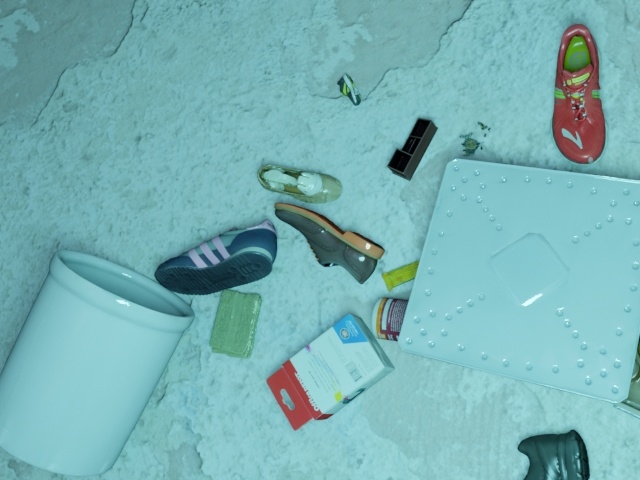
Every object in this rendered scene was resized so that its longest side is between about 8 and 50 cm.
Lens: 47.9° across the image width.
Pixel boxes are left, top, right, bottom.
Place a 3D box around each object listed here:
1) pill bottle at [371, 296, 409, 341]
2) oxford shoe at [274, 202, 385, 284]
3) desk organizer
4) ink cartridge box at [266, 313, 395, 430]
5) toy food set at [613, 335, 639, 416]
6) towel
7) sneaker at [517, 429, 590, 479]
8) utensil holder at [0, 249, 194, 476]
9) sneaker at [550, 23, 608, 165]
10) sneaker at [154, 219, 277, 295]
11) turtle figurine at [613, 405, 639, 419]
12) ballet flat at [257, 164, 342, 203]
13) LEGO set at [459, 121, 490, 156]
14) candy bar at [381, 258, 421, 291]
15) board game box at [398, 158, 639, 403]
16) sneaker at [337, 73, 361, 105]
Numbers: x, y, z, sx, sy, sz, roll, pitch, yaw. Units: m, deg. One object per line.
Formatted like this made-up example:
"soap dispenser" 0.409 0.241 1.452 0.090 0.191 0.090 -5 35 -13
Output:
"pill bottle" 0.184 0.162 1.429 0.152 0.086 0.086 5 80 24
"oxford shoe" 0.000 0.000 1.538 0.271 0.097 0.098 29 96 25
"desk organizer" 0.194 -0.197 1.522 0.047 0.050 0.130 28 90 25
"ink cartridge box" 0.018 0.274 1.478 0.231 0.078 0.134 -38 67 11
"toy food set" 0.598 0.157 1.215 0.219 0.092 0.306 23 86 44
"towel" -0.189 0.186 1.611 0.110 0.027 0.148 7 82 24
"sneaker" 0.410 0.481 1.267 0.130 0.109 0.286 -8 66 27
"utensil holder" -0.502 0.262 1.570 0.327 0.327 0.386 27 93 25
"sneaker" 0.488 -0.281 1.381 0.107 0.118 0.279 -6 76 22
"sneaker" -0.230 0.038 1.637 0.319 0.112 0.131 -11 44 26
"turtle figurine" 0.633 0.387 1.133 0.266 0.198 0.275 -12 80 14
"ballet flat" -0.053 -0.127 1.600 0.206 0.067 0.073 9 82 24
"LEGO set" 0.319 -0.204 1.492 0.083 0.023 0.054 -36 69 -2
"candy bar" 0.203 0.058 1.481 0.161 0.018 0.040 -24 74 16
"board game box" 0.374 0.057 1.290 0.390 0.050 0.390 10 74 25
"sneaker" 0.064 -0.333 1.621 0.035 0.031 0.083 -33 63 27
